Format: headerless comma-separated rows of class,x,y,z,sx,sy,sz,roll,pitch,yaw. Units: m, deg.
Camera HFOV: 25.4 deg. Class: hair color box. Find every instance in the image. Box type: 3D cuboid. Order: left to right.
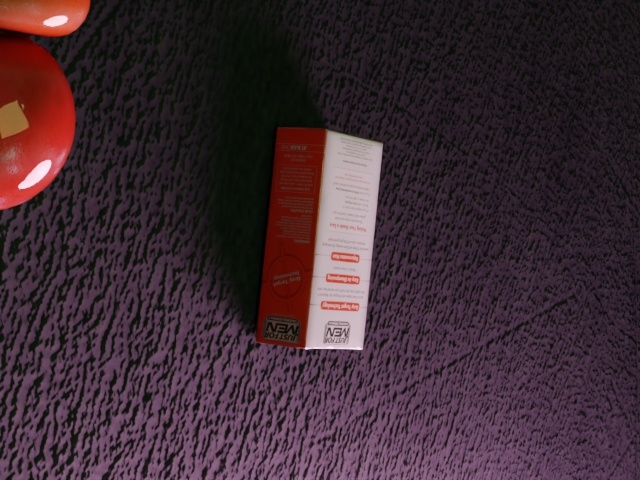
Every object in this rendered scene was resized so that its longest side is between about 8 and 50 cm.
hair color box,0.000,0.000,0.936,0.072,0.043,0.141,8,87,-55

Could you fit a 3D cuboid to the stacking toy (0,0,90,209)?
stacking toy,-0.138,-0.176,0.644,0.141,0.141,0.330,-1,99,-55
